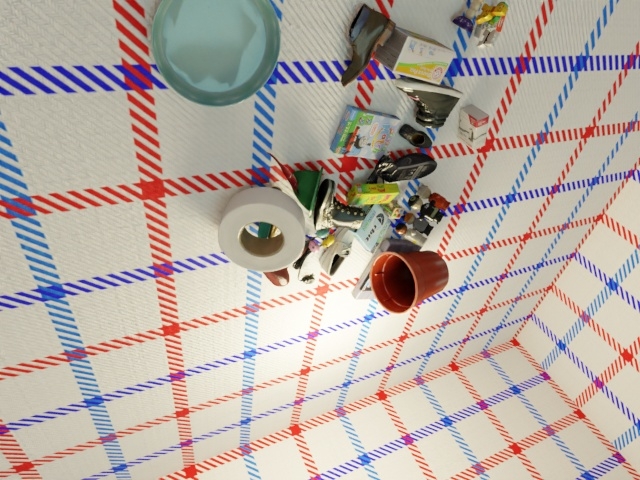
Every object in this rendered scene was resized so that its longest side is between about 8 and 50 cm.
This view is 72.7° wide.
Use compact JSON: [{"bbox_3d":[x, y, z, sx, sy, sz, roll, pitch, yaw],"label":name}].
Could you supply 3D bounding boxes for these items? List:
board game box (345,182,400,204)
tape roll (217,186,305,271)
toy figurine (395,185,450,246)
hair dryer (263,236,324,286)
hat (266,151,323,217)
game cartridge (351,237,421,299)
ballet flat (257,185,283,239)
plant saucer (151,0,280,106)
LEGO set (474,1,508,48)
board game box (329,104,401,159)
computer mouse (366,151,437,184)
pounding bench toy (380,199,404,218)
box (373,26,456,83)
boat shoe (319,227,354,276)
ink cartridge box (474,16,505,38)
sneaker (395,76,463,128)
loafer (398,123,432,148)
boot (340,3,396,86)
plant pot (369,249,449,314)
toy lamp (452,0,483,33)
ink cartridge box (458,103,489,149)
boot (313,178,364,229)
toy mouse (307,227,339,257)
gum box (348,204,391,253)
[{"bbox_3d":[0.195,-0.174,1.634,0.181,0.043,0.092,-5,161,-23],"label":"board game box"},{"bbox_3d":[-0.191,-0.032,1.435,0.286,0.100,0.286,-1,129,-1],"label":"tape roll"},{"bbox_3d":[0.408,-0.100,1.770,0.213,0.148,0.210,-45,166,-53],"label":"toy figurine"},{"bbox_3d":[-0.129,0.079,1.710,0.293,0.080,0.224,-4,116,-38],"label":"hair dryer"},{"bbox_3d":[-0.096,-0.194,1.458,0.183,0.173,0.209,14,116,-1],"label":"hat"},{"bbox_3d":[0.311,0.144,2.058,0.230,0.068,0.355,0,130,-39],"label":"game cartridge"},{"bbox_3d":[-0.164,-0.097,1.508,0.073,0.080,0.232,-31,153,-50],"label":"ballet flat"},{"bbox_3d":[-0.253,-0.487,1.070,0.317,0.044,0.318,-19,137,-18],"label":"plant saucer"},{"bbox_3d":[0.550,-0.706,1.316,0.087,0.093,0.227,18,106,-33],"label":"LEGO set"},{"bbox_3d":[0.152,-0.359,1.468,0.211,0.039,0.160,0,130,-34],"label":"board game box"},{"bbox_3d":[0.305,-0.279,1.615,0.272,0.072,0.188,-9,157,-20],"label":"computer mouse"},{"bbox_3d":[0.288,-0.125,1.769,0.083,0.065,0.052,0,129,-33],"label":"pounding bench toy"},{"bbox_3d":[0.283,-0.555,1.303,0.203,0.114,0.103,-2,131,-34],"label":"box"},{"bbox_3d":[0.086,0.033,1.772,0.096,0.088,0.268,13,121,-40],"label":"boat shoe"},{"bbox_3d":[0.558,-0.697,1.410,0.115,0.029,0.063,-16,136,-19],"label":"ink cartridge box"},{"bbox_3d":[0.346,-0.452,1.452,0.295,0.104,0.147,-3,126,-37],"label":"sneaker"},{"bbox_3d":[0.355,-0.365,1.579,0.170,0.061,0.062,9,123,-40],"label":"loafer"},{"bbox_3d":[0.103,-0.553,1.237,0.106,0.082,0.219,30,116,-24],"label":"boot"},{"bbox_3d":[0.404,0.161,1.914,0.265,0.272,0.272,-11,136,-37],"label":"plant pot"},{"bbox_3d":[0.493,-0.759,1.273,0.080,0.080,0.275,7,128,-38],"label":"toy lamp"},{"bbox_3d":[0.572,-0.424,1.635,0.056,0.099,0.135,-25,139,-10],"label":"ink cartridge box"},{"bbox_3d":[0.076,-0.125,1.575,0.178,0.085,0.236,2,139,-12],"label":"boot"},{"bbox_3d":[0.000,0.000,1.675,0.161,0.031,0.143,-52,146,9],"label":"toy mouse"},{"bbox_3d":[0.204,-0.056,1.757,0.157,0.041,0.184,-57,140,-10],"label":"gum box"}]
